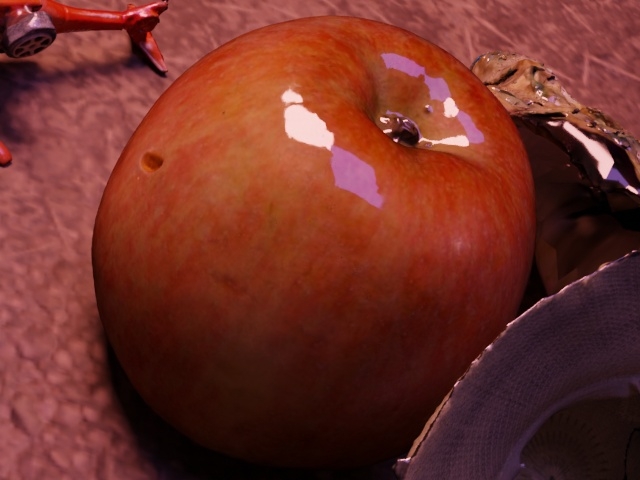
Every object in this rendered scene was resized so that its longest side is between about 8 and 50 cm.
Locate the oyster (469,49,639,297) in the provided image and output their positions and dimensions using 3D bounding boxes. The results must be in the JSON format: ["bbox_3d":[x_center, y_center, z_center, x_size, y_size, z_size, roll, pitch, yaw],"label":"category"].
[{"bbox_3d":[0.141,-0.012,0.848,0.198,0.259,0.092,40,78,1],"label":"oyster"}]

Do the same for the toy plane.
[{"bbox_3d":[-0.139,-0.099,0.811,0.194,0.077,0.126,16,51,-38],"label":"toy plane"}]

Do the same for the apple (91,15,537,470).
[{"bbox_3d":[0.000,0.000,0.730,0.188,0.174,0.188,18,43,-18],"label":"apple"}]

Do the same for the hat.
[{"bbox_3d":[0.118,0.119,0.741,0.252,0.252,0.110,18,0,-22],"label":"hat"}]
